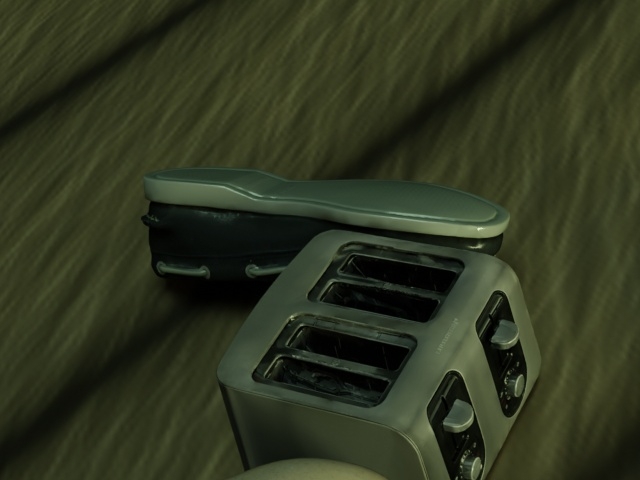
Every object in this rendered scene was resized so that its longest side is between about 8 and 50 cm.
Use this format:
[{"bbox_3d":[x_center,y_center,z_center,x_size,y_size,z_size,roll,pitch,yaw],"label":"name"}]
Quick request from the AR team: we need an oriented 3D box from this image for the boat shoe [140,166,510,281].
[{"bbox_3d":[0.000,0.000,1.031,0.302,0.091,0.114,8,16,29],"label":"boat shoe"}]

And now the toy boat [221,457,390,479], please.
[{"bbox_3d":[-0.043,0.221,0.751,0.231,0.151,0.151,-20,68,-5],"label":"toy boat"}]

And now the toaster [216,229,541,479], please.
[{"bbox_3d":[0.035,0.089,0.887,0.185,0.110,0.168,10,44,29],"label":"toaster"}]
